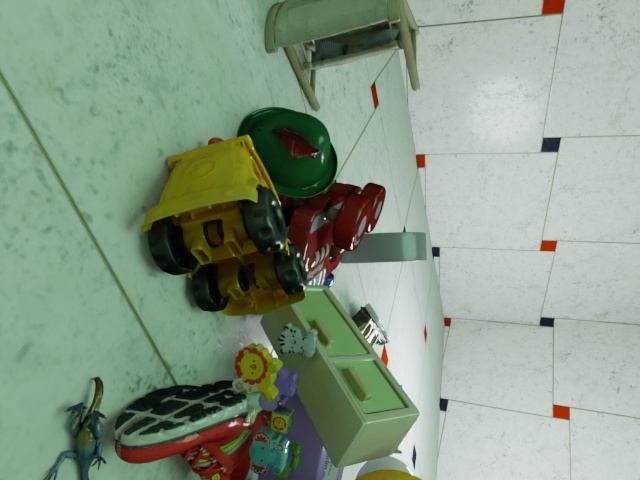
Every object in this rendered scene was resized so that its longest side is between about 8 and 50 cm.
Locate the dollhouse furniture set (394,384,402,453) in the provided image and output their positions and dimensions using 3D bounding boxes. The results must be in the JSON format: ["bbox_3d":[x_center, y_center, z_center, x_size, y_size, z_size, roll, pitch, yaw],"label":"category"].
[{"bbox_3d":[0.175,0.523,1.357,0.161,0.101,0.182,100,-6,-69],"label":"dollhouse furniture set"}]

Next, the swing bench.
[{"bbox_3d":[0.057,-0.414,0.933,0.254,0.253,0.165,33,56,-65],"label":"swing bench"}]

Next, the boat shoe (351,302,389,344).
[{"bbox_3d":[0.142,0.250,1.307,0.081,0.068,0.228,58,-1,37],"label":"boat shoe"}]

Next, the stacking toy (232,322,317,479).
[{"bbox_3d":[-0.060,0.215,0.545,0.167,0.052,0.221,-4,102,-76],"label":"stacking toy"}]

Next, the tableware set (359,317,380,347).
[{"bbox_3d":[0.103,0.275,1.182,0.141,0.020,0.169,-52,146,-17],"label":"tableware set"}]

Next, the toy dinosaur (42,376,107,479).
[{"bbox_3d":[-0.212,0.192,0.430,0.090,0.047,0.082,-75,172,-63],"label":"toy dinosaur"}]

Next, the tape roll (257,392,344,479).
[{"bbox_3d":[-0.012,0.341,0.773,0.275,0.090,0.275,9,90,-74],"label":"tape roll"}]

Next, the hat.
[{"bbox_3d":[-0.018,-0.176,0.691,0.172,0.183,0.209,-19,73,-29],"label":"hat"}]

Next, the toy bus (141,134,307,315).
[{"bbox_3d":[-0.113,-0.032,0.614,0.220,0.149,0.212,65,13,-47],"label":"toy bus"}]

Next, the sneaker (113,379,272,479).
[{"bbox_3d":[-0.129,0.239,0.551,0.279,0.107,0.119,31,63,-65],"label":"sneaker"}]

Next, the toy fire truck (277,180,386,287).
[{"bbox_3d":[0.000,0.000,0.889,0.302,0.169,0.254,-36,144,-65],"label":"toy fire truck"}]

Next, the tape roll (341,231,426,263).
[{"bbox_3d":[0.159,0.020,1.172,0.219,0.219,0.072,5,83,-69],"label":"tape roll"}]

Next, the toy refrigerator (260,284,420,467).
[{"bbox_3d":[0.016,0.175,0.669,0.102,0.269,0.094,7,120,-35],"label":"toy refrigerator"}]

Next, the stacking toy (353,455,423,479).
[{"bbox_3d":[0.099,0.459,0.651,0.480,0.350,0.351,33,54,-86],"label":"stacking toy"}]
